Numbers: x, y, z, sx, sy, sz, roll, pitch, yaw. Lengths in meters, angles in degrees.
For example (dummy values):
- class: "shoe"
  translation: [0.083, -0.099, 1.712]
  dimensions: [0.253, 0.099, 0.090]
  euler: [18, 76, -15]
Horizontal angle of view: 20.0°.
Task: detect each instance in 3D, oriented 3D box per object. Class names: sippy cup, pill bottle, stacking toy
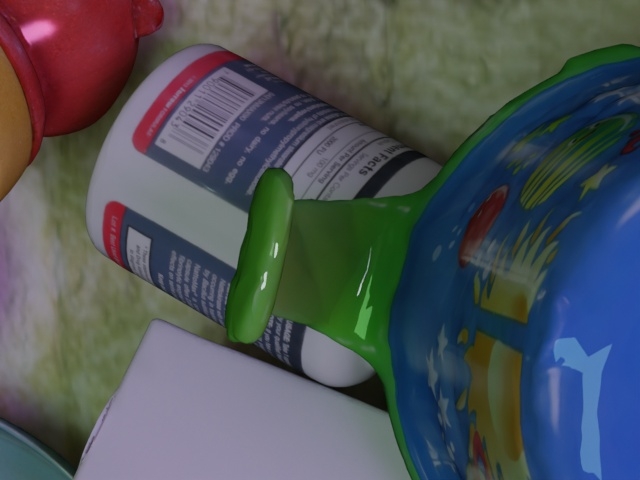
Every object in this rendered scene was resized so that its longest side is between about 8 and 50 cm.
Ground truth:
- class: "sippy cup"
  translation: [0.139, 0.043, 0.602]
  dimensions: [0.306, 0.224, 0.240]
  euler: [-22, 90, 0]
- class: "pill bottle"
  translation: [0.000, 0.000, 0.780]
  dimensions: [0.180, 0.108, 0.108]
  euler: [30, 115, 18]
- class: "stacking toy"
  translation: [-0.227, -0.095, 0.907]
  dimensions: [0.309, 0.130, 0.279]
  euler: [38, 143, 18]

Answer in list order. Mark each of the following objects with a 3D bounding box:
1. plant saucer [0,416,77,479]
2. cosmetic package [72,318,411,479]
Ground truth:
- class: "plant saucer"
  translation: [-0.193, 0.227, 0.978]
  dimensions: [0.318, 0.044, 0.317]
  euler: [7, 106, 27]
- class: "cosmetic package"
  translation: [0.009, 0.132, 0.794]
  dimensions: [0.231, 0.085, 0.117]
  euler: [21, 78, 26]
